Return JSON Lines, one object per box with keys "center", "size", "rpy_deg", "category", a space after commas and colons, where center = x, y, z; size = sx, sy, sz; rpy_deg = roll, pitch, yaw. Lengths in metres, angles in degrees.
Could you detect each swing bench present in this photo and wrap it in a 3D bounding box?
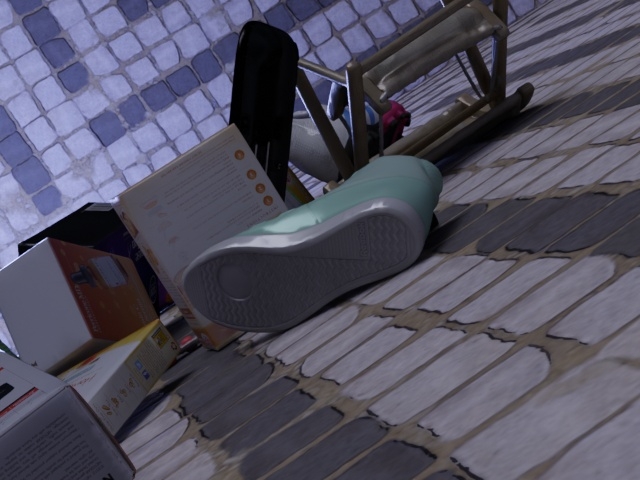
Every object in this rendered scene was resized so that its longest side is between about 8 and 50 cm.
{"center": [0.115, -0.186, 1.581], "size": [0.253, 0.255, 0.165], "rpy_deg": [-36, 38, -20], "category": "swing bench"}

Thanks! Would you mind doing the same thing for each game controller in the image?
{"center": [-0.079, -0.085, 1.447], "size": [0.067, 0.319, 0.166], "rpy_deg": [8, 8, 16], "category": "game controller"}

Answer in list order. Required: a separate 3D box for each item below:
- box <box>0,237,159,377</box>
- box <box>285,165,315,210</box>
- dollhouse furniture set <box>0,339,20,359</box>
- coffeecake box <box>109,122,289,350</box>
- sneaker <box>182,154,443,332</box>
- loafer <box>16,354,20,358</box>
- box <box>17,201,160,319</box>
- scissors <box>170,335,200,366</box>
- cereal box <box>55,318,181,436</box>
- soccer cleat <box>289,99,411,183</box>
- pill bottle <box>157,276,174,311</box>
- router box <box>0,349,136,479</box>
{"center": [-0.260, 0.084, 1.408], "size": [0.091, 0.130, 0.170], "rpy_deg": [-33, -19, 15], "category": "box"}
{"center": [-0.114, -0.015, 1.717], "size": [0.203, 0.114, 0.103], "rpy_deg": [-29, 23, 21], "category": "box"}
{"center": [-0.421, 0.172, 1.480], "size": [0.151, 0.197, 0.301], "rpy_deg": [-30, 7, 36], "category": "dollhouse furniture set"}
{"center": [-0.104, -0.003, 1.320], "size": [0.142, 0.185, 0.068], "rpy_deg": [-34, 8, -16], "category": "coffeecake box"}
{"center": [0.001, 0.000, 1.194], "size": [0.256, 0.094, 0.151], "rpy_deg": [-18, 18, 28], "category": "sneaker"}
{"center": [-0.430, 0.204, 1.797], "size": [0.267, 0.084, 0.096], "rpy_deg": [-33, 6, -4], "category": "loafer"}
{"center": [-0.290, 0.065, 1.652], "size": [0.103, 0.184, 0.261], "rpy_deg": [3, 14, 8], "category": "box"}
{"center": [-0.163, 0.122, 1.407], "size": [0.297, 0.021, 0.109], "rpy_deg": [-36, 7, -25], "category": "scissors"}
{"center": [-0.246, 0.176, 1.201], "size": [0.173, 0.047, 0.240], "rpy_deg": [-29, 12, 26], "category": "cereal box"}
{"center": [0.033, -0.156, 1.829], "size": [0.331, 0.143, 0.116], "rpy_deg": [-28, -42, -71], "category": "soccer cleat"}
{"center": [-0.298, 0.080, 2.006], "size": [0.193, 0.108, 0.108], "rpy_deg": [-34, 6, -11], "category": "pill bottle"}
{"center": [-0.322, 0.220, 0.929], "size": [0.335, 0.082, 0.301], "rpy_deg": [-38, 14, -18], "category": "router box"}
